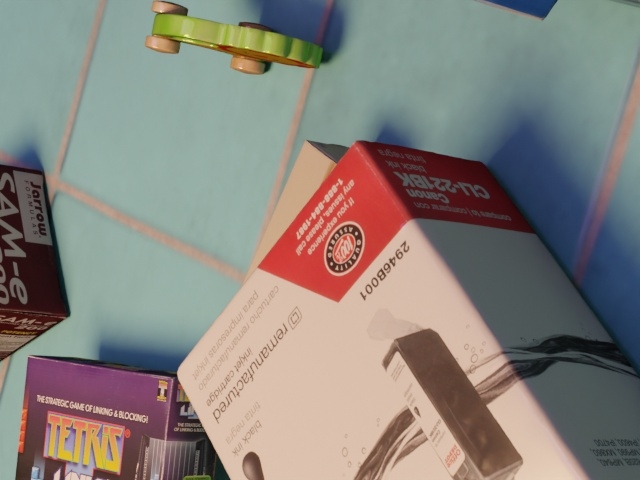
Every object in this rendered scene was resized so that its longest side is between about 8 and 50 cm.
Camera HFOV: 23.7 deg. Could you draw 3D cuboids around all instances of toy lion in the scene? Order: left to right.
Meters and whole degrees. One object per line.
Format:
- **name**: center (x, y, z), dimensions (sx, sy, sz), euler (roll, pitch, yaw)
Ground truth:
- **toy lion**: center (-0.052, -0.128, 0.980), dimensions (0.096, 0.100, 0.034), euler (18, 96, 64)

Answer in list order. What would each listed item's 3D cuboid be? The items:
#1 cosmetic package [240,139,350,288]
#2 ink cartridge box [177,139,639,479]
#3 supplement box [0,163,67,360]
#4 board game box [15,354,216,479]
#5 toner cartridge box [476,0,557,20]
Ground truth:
- **cosmetic package**: center (0.000, 0.000, 0.936), dimensions (0.041, 0.060, 0.115), euler (39, 114, 40)
- **ink cartridge box**: center (0.064, 0.113, 0.816), dimensions (0.197, 0.114, 0.273), euler (-52, 53, 27)
- **supplement box**: center (-0.308, 0.046, 1.234), dimensions (0.239, 0.073, 0.130), euler (-32, 63, 38)
- **board game box**: center (-0.143, 0.155, 1.043), dimensions (0.170, 0.048, 0.141), euler (2, 87, 46)
- **toner cartridge box**: center (0.028, -0.273, 0.812), dimensions (0.348, 0.075, 0.165), euler (46, 117, 38)
